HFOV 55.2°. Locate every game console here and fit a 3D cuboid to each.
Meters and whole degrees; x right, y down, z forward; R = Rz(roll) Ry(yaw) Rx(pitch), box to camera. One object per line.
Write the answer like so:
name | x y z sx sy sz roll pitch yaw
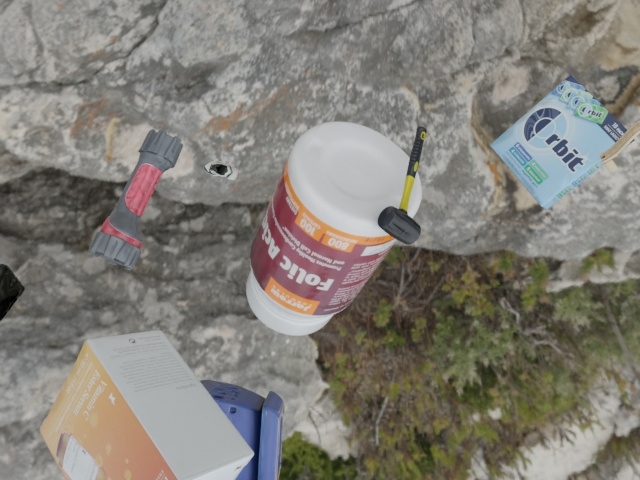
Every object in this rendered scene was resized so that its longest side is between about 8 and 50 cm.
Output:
game console | -0.462 0.093 0.810 0.071 0.122 0.107 20 149 8

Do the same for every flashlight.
flashlight | -0.387 -0.092 1.318 0.103 0.304 0.103 24 166 -6

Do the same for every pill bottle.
pill bottle | 0.000 0.000 1.095 0.224 0.224 0.392 19 140 -8

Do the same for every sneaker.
sneaker | -0.196 -0.140 1.177 0.083 0.037 0.032 15 87 32

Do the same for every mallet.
mallet | 0.126 -0.091 0.908 0.062 0.189 0.039 22 159 -35

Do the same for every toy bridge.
toy bridge | 0.524 -0.171 0.945 0.188 0.026 0.063 -29 132 33

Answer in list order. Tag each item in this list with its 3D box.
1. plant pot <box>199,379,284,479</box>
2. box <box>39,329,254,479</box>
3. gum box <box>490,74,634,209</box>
plant pot | -0.192 0.447 1.367 0.212 0.236 0.236 3 85 1
box | -0.169 0.192 0.581 0.170 0.091 0.130 43 112 29
gum box | 0.424 -0.174 1.089 0.184 0.157 0.041 -43 151 22
